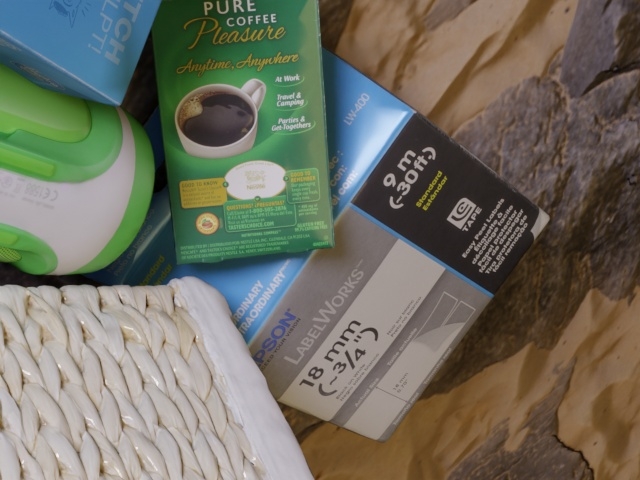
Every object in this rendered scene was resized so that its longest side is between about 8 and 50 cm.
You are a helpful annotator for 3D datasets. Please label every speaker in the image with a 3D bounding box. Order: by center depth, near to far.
[{"bbox_3d":[-0.236,-0.063,0.767,0.296,0.131,0.131,19,106,-47],"label":"speaker"}]

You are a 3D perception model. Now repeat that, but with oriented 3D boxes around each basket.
[{"bbox_3d":[-0.180,0.240,0.845,0.266,0.331,0.328,4,134,-41],"label":"basket"}]

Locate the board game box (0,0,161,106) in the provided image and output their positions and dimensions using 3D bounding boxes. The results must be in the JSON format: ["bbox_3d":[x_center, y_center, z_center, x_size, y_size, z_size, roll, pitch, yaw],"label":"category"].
[{"bbox_3d":[-0.129,-0.255,0.662,0.242,0.064,0.317,30,78,-59],"label":"board game box"}]

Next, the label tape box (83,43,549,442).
[{"bbox_3d":[0.000,0.000,1.041,0.241,0.106,0.333,-55,139,5],"label":"label tape box"}]

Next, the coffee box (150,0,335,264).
[{"bbox_3d":[-0.052,-0.080,0.915,0.113,0.040,0.184,-7,109,-4],"label":"coffee box"}]
